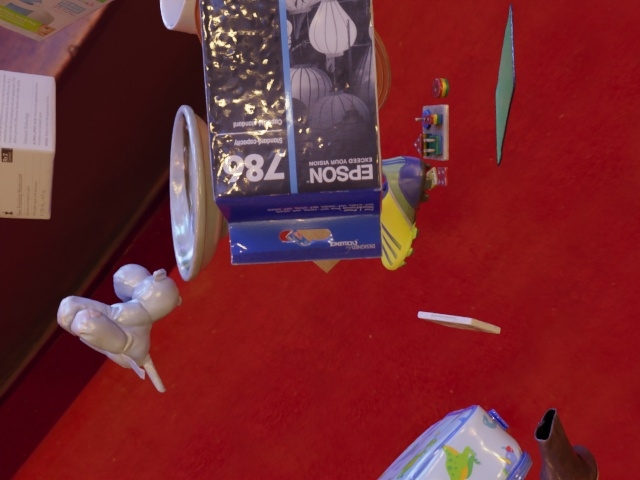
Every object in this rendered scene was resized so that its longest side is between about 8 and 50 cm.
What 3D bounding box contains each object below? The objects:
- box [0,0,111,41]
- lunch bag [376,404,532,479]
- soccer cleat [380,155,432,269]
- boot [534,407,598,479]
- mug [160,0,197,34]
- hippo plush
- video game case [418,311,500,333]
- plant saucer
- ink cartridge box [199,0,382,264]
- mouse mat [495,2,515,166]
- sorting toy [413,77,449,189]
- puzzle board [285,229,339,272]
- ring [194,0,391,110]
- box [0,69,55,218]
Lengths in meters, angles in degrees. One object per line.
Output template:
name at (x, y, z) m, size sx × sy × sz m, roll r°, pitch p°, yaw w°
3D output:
box at (-0.369, -0.370, 0.863) m, size 0.203 × 0.114 × 0.103 m, roll -13°, pitch 77°, yaw 30°
lunch bag at (0.118, 0.250, 0.641) m, size 0.090 × 0.219 × 0.176 m, roll 43°, pitch 77°, yaw 13°
soccer cleat at (0.142, -0.053, 1.269) m, size 0.121 × 0.289 × 0.093 m, roll 6°, pitch 47°, yaw 0°
boot at (0.549, 0.467, 1.415) m, size 0.090 × 0.248 × 0.207 m, roll -8°, pitch 103°, yaw 36°
mug at (-0.206, -0.694, 1.641) m, size 0.328 × 0.374 × 0.276 m, roll 0°, pitch 66°, yaw -29°
hippo plush at (-0.453, 0.160, 1.501) m, size 0.294 × 0.234 × 0.237 m, roll 24°, pitch 67°, yaw 25°
video game case at (0.337, 0.200, 1.539) m, size 0.143 × 0.157 × 0.019 m, roll 2°, pitch 78°, yaw 41°
plant saucer at (-0.274, -0.107, 1.463) m, size 0.100 × 0.400 × 0.401 m, roll -2°, pitch 88°, yaw -20°
ink cartridge box at (-0.026, -0.140, 0.616) m, size 0.165 × 0.065 × 0.333 m, roll -4°, pitch 95°, yaw 3°
mouse mat at (0.263, -0.217, 0.906) m, size 0.007 × 0.190 × 0.153 m, roll 2°, pitch 62°, yaw 11°
sorting toy at (0.270, -0.257, 1.572) m, size 0.046 × 0.132 × 0.275 m, roll -5°, pitch 101°, yaw -13°
puzzle board at (0.000, 0.000, 1.417) m, size 0.128 × 0.011 × 0.096 m, roll 41°, pitch 110°, yaw -12°
ring at (-0.044, -0.302, 1.014) m, size 0.336 × 0.337 × 0.032 m, roll 23°, pitch 64°, yaw 3°
box at (-0.514, -0.159, 1.070) m, size 0.119 × 0.181 × 0.182 m, roll 2°, pitch 54°, yaw -24°
